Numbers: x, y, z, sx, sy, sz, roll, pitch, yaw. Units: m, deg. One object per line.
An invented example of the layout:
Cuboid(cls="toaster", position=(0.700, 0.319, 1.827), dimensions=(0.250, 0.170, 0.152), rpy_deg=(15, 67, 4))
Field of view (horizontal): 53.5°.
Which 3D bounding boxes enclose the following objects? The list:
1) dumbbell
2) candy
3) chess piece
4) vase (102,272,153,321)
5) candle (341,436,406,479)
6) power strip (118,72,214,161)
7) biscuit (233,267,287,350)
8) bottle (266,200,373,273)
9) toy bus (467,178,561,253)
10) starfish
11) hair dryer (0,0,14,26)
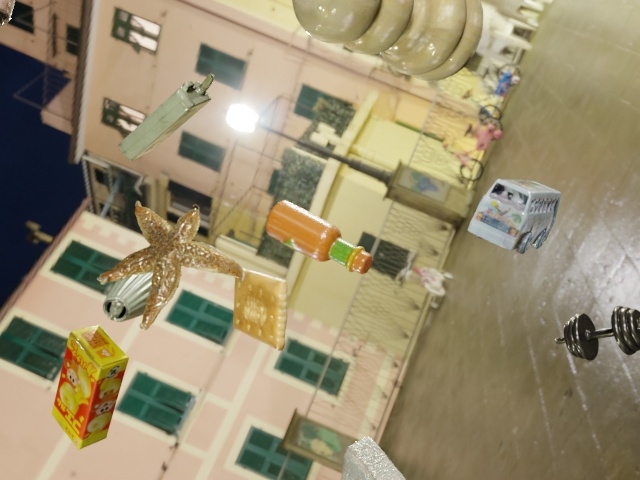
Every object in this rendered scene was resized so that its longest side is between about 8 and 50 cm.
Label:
Cuboid(cls="dumbbell", position=(0.568, 0.185, 1.264), dimensions=(0.208, 0.099, 0.099), rpy_deg=(-21, 33, 43))
Cuboid(cls="candy", position=(-0.568, 0.360, 1.554), dimensions=(0.088, 0.146, 0.276), rpy_deg=(-13, -50, -52))
Cuboid(cls="chess piece", position=(0.077, -0.278, 0.770), dimensions=(0.261, 0.143, 0.143), rpy_deg=(-7, -53, -47))
Cuboid(cls="vase", position=(-0.472, 0.135, 1.615), dimensions=(0.248, 0.128, 0.128), rpy_deg=(-65, -3, -74))
Cuboid(cls="candle", position=(0.105, 0.507, 1.339), dimensions=(0.068, 0.168, 0.192), rpy_deg=(-17, -5, -33))
Cuboid(cls="power strip", position=(-0.328, -0.273, 1.388), dimensions=(0.288, 0.053, 0.093), rpy_deg=(-30, 9, 33))
Cuboid(cls="biscuit", position=(-0.145, 0.154, 1.469), dimensions=(0.249, 0.030, 0.160), rpy_deg=(11, 98, 59))
Cuboid(cls="bottle", position=(0.000, 0.000, 1.036), dimensions=(0.069, 0.187, 0.069), rpy_deg=(-43, -32, -35))
Cuboid(cls="toy bus", position=(0.418, -0.056, 1.329), dimensions=(0.329, 0.109, 0.136), rpy_deg=(-7, -60, -59))
Cuboid(cls="starfish", position=(-0.269, 0.042, 1.116), dimensions=(0.231, 0.295, 0.048), rpy_deg=(-54, -25, -17))
Cuboid(cls="hair dryer", position=(-0.498, -0.476, 1.038), dimensions=(0.107, 0.189, 0.344), rpy_deg=(25, -119, -54))
